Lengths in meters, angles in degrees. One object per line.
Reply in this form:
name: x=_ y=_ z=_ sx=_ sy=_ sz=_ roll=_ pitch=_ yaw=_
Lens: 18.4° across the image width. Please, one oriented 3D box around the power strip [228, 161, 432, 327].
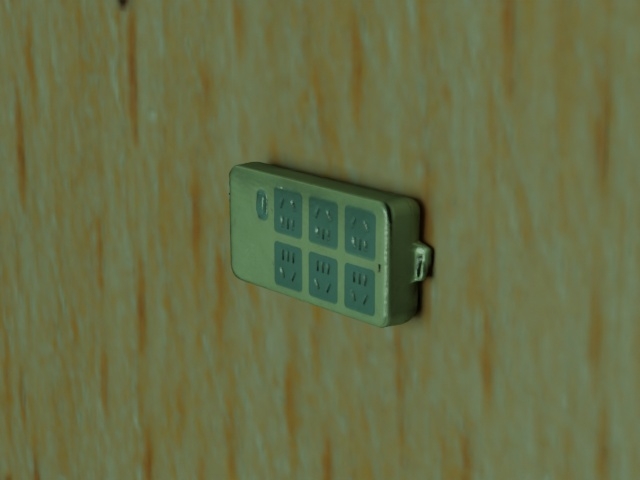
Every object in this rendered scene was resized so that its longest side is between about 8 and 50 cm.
power strip: x=0.000 y=0.000 z=0.633 sx=0.090 sy=0.016 sz=0.040 roll=16 pitch=110 yaw=49
